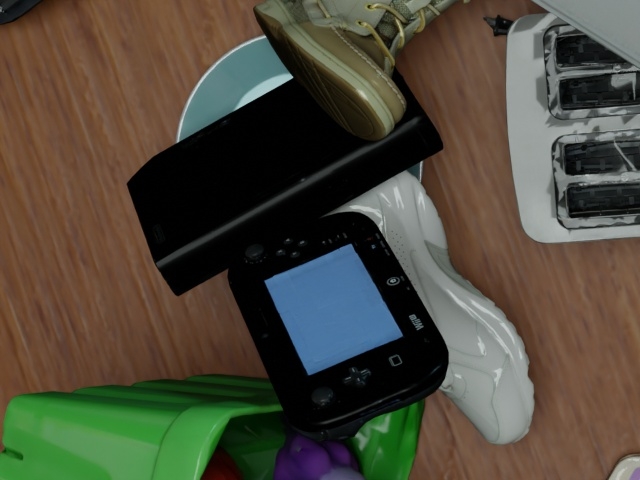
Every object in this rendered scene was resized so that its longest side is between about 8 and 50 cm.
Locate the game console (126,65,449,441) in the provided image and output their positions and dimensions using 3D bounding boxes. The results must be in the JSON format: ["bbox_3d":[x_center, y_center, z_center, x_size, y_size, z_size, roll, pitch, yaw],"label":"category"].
[{"bbox_3d":[0.000,0.000,1.257,0.213,0.361,0.044,-30,125,1],"label":"game console"}]

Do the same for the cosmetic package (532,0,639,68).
[{"bbox_3d":[0.345,-0.285,1.136,0.327,0.329,0.393,33,120,7],"label":"cosmetic package"}]

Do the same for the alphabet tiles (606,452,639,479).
[{"bbox_3d":[0.313,0.280,1.389,0.284,0.021,0.278,30,97,7],"label":"alphabet tiles"}]

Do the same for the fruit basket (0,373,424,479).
[{"bbox_3d":[-0.007,0.243,1.266,0.392,0.392,0.283,16,96,9],"label":"fruit basket"}]

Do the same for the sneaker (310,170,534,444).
[{"bbox_3d":[0.059,0.061,1.359,0.115,0.090,0.232,-36,94,-22],"label":"sneaker"}]

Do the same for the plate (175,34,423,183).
[{"bbox_3d":[-0.015,-0.063,1.424,0.188,0.024,0.188,1,93,9],"label":"plate"}]

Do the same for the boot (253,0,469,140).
[{"bbox_3d":[0.055,-0.158,1.311,0.165,0.213,0.077,-33,118,-3],"label":"boot"}]

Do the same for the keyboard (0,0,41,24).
[{"bbox_3d":[-0.264,-0.326,1.411,0.201,0.033,0.317,-28,89,35],"label":"keyboard"}]

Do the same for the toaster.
[{"bbox_3d":[0.208,-0.085,1.341,0.186,0.110,0.168,-4,92,10],"label":"toaster"}]
